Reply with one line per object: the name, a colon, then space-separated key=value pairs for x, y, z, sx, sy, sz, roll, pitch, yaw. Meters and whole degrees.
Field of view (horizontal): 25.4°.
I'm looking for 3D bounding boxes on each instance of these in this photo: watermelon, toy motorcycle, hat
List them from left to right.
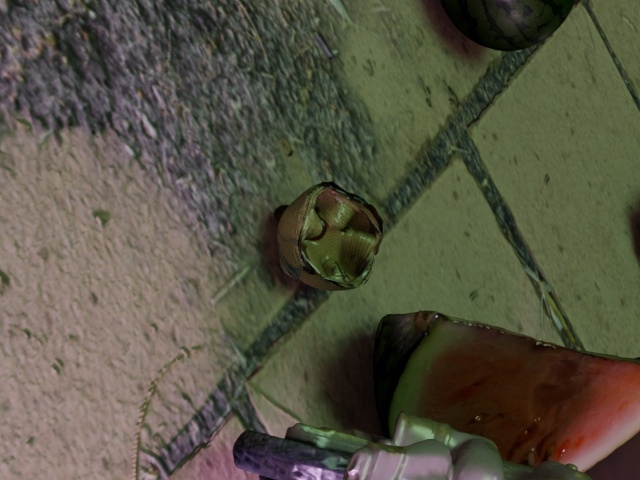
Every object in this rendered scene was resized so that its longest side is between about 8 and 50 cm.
hat: x=0.000 y=-0.001 z=1.068 sx=0.077 sy=0.059 sz=0.076 roll=30 pitch=64 yaw=-36
toy motorcycle: x=0.106 y=0.185 z=0.958 sx=0.340 sy=0.223 sz=0.108 roll=24 pitch=78 yaw=-42
watermelon: x=0.137 y=0.107 z=1.135 sx=0.303 sy=0.159 sz=0.128 roll=15 pitch=31 yaw=-36
watermelon: x=0.174 y=-0.269 z=1.407 sx=0.187 sy=0.140 sz=0.141 roll=28 pitch=49 yaw=-47

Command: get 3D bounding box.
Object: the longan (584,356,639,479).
longan: x=0.302 y=0.200 z=1.259 sx=0.196 sy=0.196 sz=0.220 roll=48 pitch=45 yaw=-28
